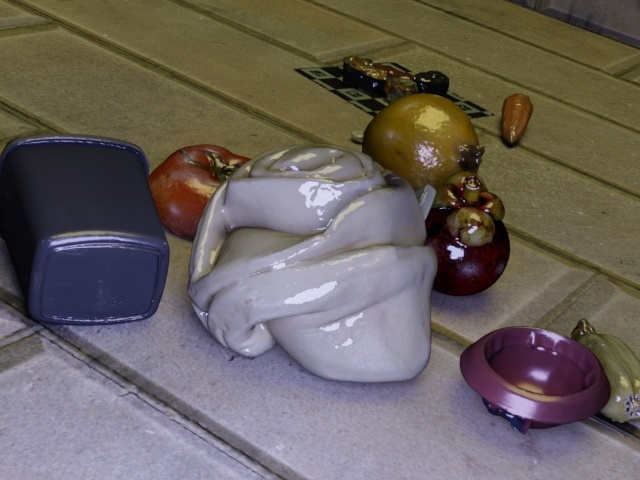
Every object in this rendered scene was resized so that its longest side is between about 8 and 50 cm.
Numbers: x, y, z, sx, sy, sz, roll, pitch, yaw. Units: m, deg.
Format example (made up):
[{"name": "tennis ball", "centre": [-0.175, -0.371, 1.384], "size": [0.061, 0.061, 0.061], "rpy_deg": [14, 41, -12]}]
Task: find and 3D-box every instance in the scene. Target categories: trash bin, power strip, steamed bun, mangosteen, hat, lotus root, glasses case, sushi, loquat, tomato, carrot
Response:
[{"name": "trash bin", "centre": [-0.321, -0.027, 1.442], "size": [0.209, 0.182, 0.290], "rpy_deg": [2, 34, -26]}, {"name": "power strip", "centre": [0.105, -0.031, 1.676], "size": [0.027, 0.252, 0.060], "rpy_deg": [32, 67, -16]}, {"name": "steamed bun", "centre": [0.000, 0.000, 1.462], "size": [0.342, 0.255, 0.368], "rpy_deg": [8, 25, -8]}, {"name": "mangosteen", "centre": [0.213, -0.014, 1.656], "size": [0.200, 0.200, 0.200], "rpy_deg": [11, 26, -6]}, {"name": "hat", "centre": [0.276, 0.189, 1.410], "size": [0.205, 0.089, 0.205], "rpy_deg": [7, 28, -4]}, {"name": "lotus root", "centre": [0.396, 0.182, 1.496], "size": [0.090, 0.077, 0.183], "rpy_deg": [11, 28, -22]}, {"name": "glasses case", "centre": [0.102, -0.208, 2.187], "size": [0.083, 0.021, 0.032], "rpy_deg": [3, 29, -22]}, {"name": "sushi", "centre": [0.180, -0.372, 2.508], "size": [0.359, 0.064, 0.343], "rpy_deg": [-12, 36, -43]}, {"name": "loquat", "centre": [0.190, -0.148, 1.883], "size": [0.213, 0.213, 0.246], "rpy_deg": [-10, 14, -41]}, {"name": "tomato", "centre": [-0.164, -0.085, 1.725], "size": [0.236, 0.095, 0.237], "rpy_deg": [12, 26, -6]}, {"name": "carrot", "centre": [0.435, -0.260, 2.426], "size": [0.072, 0.072, 0.205], "rpy_deg": [17, 34, 5]}]
